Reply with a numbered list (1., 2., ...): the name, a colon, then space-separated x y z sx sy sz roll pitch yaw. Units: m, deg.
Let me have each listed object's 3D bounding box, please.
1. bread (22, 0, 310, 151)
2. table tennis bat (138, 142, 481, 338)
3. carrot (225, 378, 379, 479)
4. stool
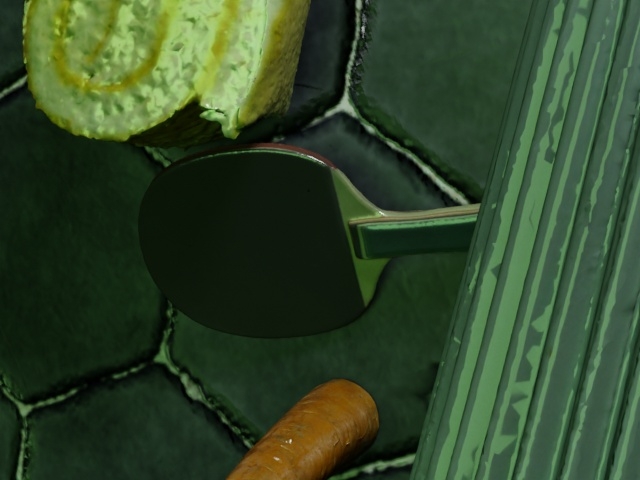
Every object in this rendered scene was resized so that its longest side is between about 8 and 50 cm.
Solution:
1. bread: -0.090 -0.182 0.800 0.186 0.124 0.257 21 105 15
2. table tennis bat: 0.000 0.000 0.811 0.274 0.021 0.154 -5 118 19
3. carrot: -0.026 0.150 0.762 0.061 0.210 0.061 5 104 23
4. stool: 0.214 0.009 0.595 0.297 0.297 0.330 12 97 24
